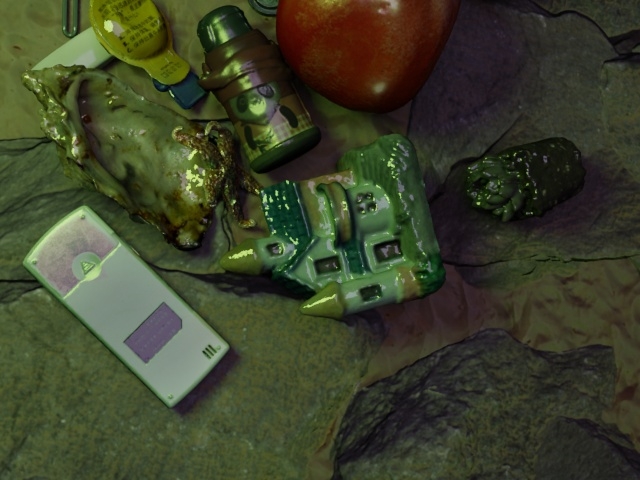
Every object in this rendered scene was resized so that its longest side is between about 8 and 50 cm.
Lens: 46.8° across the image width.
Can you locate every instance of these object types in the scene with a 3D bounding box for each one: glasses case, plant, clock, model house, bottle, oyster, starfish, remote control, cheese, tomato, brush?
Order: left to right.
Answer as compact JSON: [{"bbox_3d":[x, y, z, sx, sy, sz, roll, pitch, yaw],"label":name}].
[{"bbox_3d":[-0.421,-0.475,1.247,0.062,0.027,0.266,-1,85,-10],"label":"brush"},{"bbox_3d":[-0.407,-0.294,1.223,0.164,0.041,0.063,-41,92,-12],"label":"glasses case"},{"bbox_3d":[-0.314,-0.126,1.163,0.361,0.096,0.222,26,54,-33],"label":"oyster"},{"bbox_3d":[-0.313,0.105,1.196,0.145,0.050,0.344,-45,92,-11],"label":"remote control"},{"bbox_3d":[-0.288,-0.325,1.225,0.250,0.064,0.156,50,46,-11],"label":"cheese"},{"bbox_3d":[-0.167,-0.113,1.220,0.209,0.053,0.150,41,43,-33],"label":"starfish"},{"bbox_3d":[-0.118,-0.251,1.221,0.156,0.143,0.271,-30,93,-37],"label":"bottle"},{"bbox_3d":[-0.090,-0.437,1.305,0.085,0.017,0.085,1,84,-9],"label":"clock"},{"bbox_3d":[0.000,0.000,1.183,0.324,0.194,0.267,-14,88,-13],"label":"model house"},{"bbox_3d":[0.078,-0.372,1.181,0.293,0.290,0.325,27,42,-14],"label":"tomato"},{"bbox_3d":[0.356,-0.102,1.293,0.194,0.129,0.132,-20,88,-14],"label":"plant"}]
